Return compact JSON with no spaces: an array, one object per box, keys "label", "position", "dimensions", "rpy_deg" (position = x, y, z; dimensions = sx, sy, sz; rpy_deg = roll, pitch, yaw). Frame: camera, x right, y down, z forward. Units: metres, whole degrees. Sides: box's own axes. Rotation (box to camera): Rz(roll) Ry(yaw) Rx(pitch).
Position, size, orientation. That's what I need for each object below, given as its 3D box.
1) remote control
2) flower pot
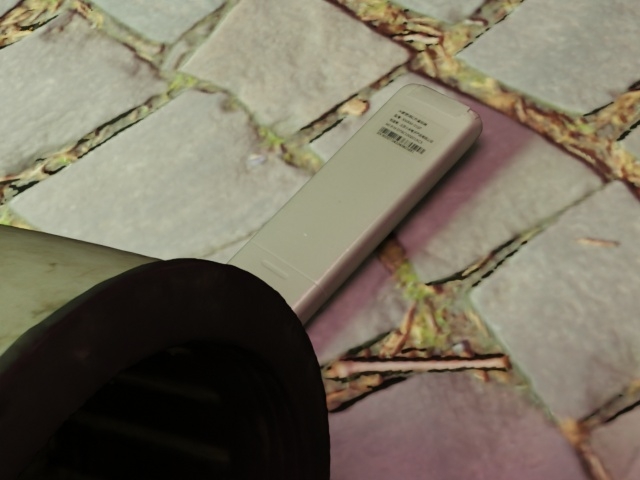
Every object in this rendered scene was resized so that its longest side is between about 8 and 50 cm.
[{"label":"remote control","position":[0.000,0.000,0.759],"dimensions":[0.067,0.029,0.261],"rpy_deg":[32,68,31]},{"label":"flower pot","position":[-0.202,0.122,0.563],"dimensions":[0.330,0.293,0.293],"rpy_deg":[13,57,31]}]
